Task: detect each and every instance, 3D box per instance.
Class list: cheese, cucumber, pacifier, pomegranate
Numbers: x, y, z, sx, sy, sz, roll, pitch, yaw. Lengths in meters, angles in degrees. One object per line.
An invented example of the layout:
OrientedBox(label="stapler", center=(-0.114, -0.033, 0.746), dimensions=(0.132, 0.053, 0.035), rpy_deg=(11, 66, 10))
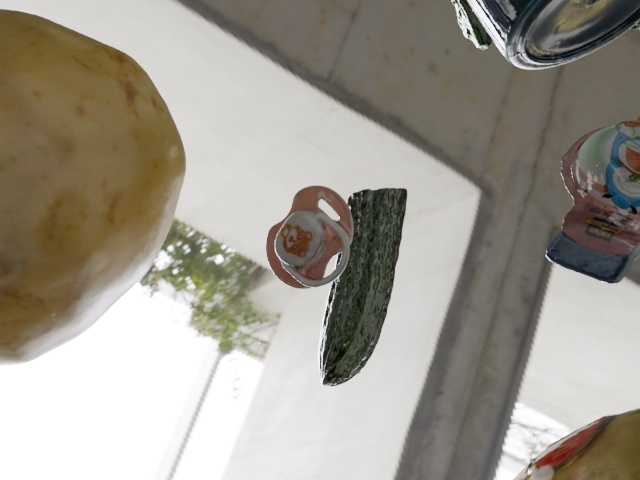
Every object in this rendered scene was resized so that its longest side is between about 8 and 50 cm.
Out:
OrientedBox(label="cheese", center=(0.370, -0.057, 1.232), dimensions=(0.189, 0.074, 0.286), rpy_deg=(22, -125, 27))
OrientedBox(label="cucumber", center=(0.051, 0.048, 1.212), dimensions=(0.077, 0.077, 0.265), rpy_deg=(19, -112, -22))
OrientedBox(label="pacifier", center=(0.000, 0.000, 0.919), dimensions=(0.081, 0.099, 0.078), rpy_deg=(46, -157, 17))
OrientedBox(label="pomegranate", center=(-0.286, -0.045, 0.933), dimensions=(0.343, 0.342, 0.342), rpy_deg=(8, -108, -26))

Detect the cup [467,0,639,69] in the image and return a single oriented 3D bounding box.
OrientedBox(label="cup", center=(0.127, -0.187, 0.545), dimensions=(0.113, 0.150, 0.138), rpy_deg=(-3, -121, -46))

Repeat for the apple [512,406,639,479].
OrientedBox(label="apple", center=(0.264, 0.300, 0.632), dimensions=(0.391, 0.391, 0.346), rpy_deg=(44, -136, -10))

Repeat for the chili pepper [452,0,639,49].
OrientedBox(label="chili pepper", center=(0.239, -0.230, 0.920), dimensions=(0.253, 0.099, 0.083), rpy_deg=(-9, -134, -7))
